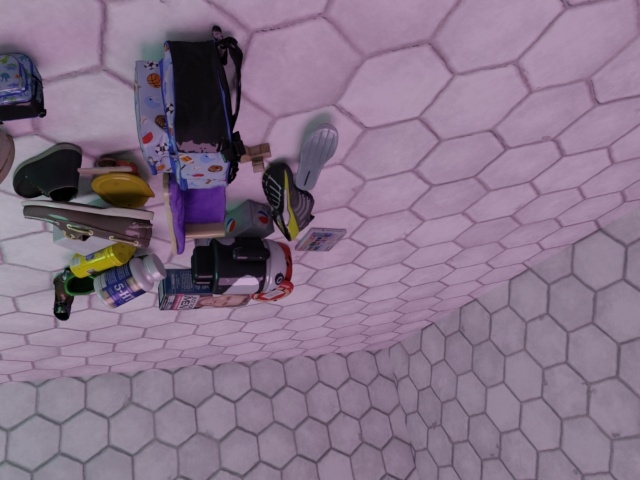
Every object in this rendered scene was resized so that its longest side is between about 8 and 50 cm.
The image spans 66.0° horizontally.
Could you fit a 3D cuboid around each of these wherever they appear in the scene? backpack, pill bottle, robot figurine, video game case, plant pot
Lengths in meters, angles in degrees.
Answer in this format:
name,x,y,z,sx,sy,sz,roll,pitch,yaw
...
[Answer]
name,x,y,z,sx,sy,sz,roll,pitch,yaw
backpack,-0.549,-0.277,0.868,0.104,0.114,0.084,-12,155,-6
pill bottle,-0.568,0.117,1.485,0.186,0.112,0.112,-28,155,-1
robot figurine,-0.238,0.078,1.461,0.278,0.174,0.209,1,-164,-21
video game case,0.000,0.000,1.809,0.143,0.019,0.157,2,153,-27
backpack,-0.249,-0.220,0.967,0.213,0.277,0.263,-4,160,-5
plant pot,-0.192,0.120,1.800,0.191,0.174,0.191,-8,153,-4

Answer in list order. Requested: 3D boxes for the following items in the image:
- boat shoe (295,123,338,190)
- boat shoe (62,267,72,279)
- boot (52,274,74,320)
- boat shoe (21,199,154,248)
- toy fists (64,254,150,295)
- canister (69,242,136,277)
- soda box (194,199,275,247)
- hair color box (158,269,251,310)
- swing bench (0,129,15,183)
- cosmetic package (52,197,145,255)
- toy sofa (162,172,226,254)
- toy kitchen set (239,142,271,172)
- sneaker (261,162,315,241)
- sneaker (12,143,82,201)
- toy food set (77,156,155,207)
name,x,y,z,sx,sy,sz,roll,pitch,yaw
boat shoe,-0.017,-0.226,1.260,0.083,0.076,0.226,17,142,-15
boat shoe,-0.793,0.113,1.671,0.142,0.049,0.040,1,115,-36
boot,-0.900,0.203,1.740,0.082,0.106,0.219,0,153,-24
boat shoe,-0.582,-0.044,1.229,0.324,0.097,0.116,6,-176,-2
toy fists,-0.679,0.106,1.604,0.279,0.096,0.142,-13,-175,-4
canister,-0.654,0.040,1.488,0.169,0.126,0.073,-18,122,18
soda box,-0.277,-0.017,1.564,0.286,0.091,0.098,-29,150,33
hair color box,-0.440,0.191,1.919,0.347,0.105,0.174,0,153,-25
swing bench,-0.764,-0.183,0.915,0.254,0.165,0.253,-10,155,-4
cosmetic package,-0.613,-0.044,1.373,0.231,0.086,0.117,-21,153,14
toy sofa,-0.313,-0.110,1.252,0.150,0.177,0.363,-4,153,-14
toy kitchen set,-0.168,-0.216,1.218,0.083,0.068,0.075,-13,155,1
sneaker,-0.085,-0.125,1.429,0.121,0.111,0.300,-37,153,-18
sneaker,-0.641,-0.127,1.141,0.222,0.118,0.083,-25,152,27
toy food set,-0.486,-0.155,1.207,0.128,0.071,0.218,-6,159,-3
